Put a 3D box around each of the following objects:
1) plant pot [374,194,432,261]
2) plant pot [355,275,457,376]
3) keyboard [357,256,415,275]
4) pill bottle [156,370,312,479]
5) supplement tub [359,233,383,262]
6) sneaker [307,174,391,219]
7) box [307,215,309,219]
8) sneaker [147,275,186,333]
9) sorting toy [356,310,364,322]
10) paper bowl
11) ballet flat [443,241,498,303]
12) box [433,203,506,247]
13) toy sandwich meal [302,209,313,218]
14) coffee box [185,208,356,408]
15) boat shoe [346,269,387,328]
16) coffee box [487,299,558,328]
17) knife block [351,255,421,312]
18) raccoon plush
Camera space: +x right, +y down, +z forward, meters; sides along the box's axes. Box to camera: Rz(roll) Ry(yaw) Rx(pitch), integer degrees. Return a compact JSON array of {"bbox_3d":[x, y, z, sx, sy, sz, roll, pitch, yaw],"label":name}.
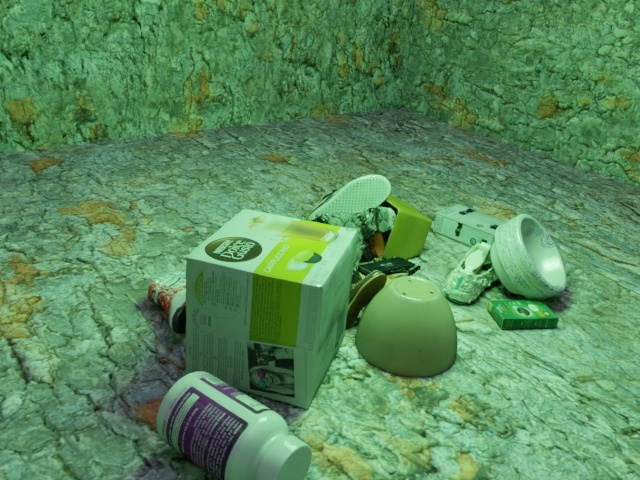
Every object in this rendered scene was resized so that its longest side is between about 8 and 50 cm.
[{"bbox_3d":[0.275,-0.045,2.251,0.187,0.212,0.212,6,22,-29],"label":"plant pot"},{"bbox_3d":[0.245,0.211,1.701,0.284,0.190,0.284,4,25,-2],"label":"plant pot"},{"bbox_3d":[0.216,0.088,1.937,0.180,0.023,0.108,-11,22,-35],"label":"keyboard"},{"bbox_3d":[-0.172,0.398,1.250,0.302,0.169,0.169,22,30,31],"label":"pill bottle"},{"bbox_3d":[0.111,0.020,2.104,0.191,0.117,0.117,-6,20,24],"label":"supplement tub"},{"bbox_3d":[0.093,-0.137,2.191,0.321,0.126,0.127,-29,12,3],"label":"sneaker"},{"bbox_3d":[0.022,-0.052,2.397,0.162,0.029,0.116,6,25,4],"label":"box"},{"bbox_3d":[-0.427,0.179,1.755,0.145,0.090,0.270,5,22,2],"label":"sneaker"},{"bbox_3d":[0.104,0.226,1.847,0.062,0.012,0.083,8,22,-6],"label":"sorting toy"},{"bbox_3d":[0.672,0.066,2.043,0.148,0.284,0.284,-32,0,38],"label":"paper bowl"},{"bbox_3d":[0.540,0.083,2.096,0.147,0.146,0.409,17,27,23],"label":"ballet flat"},{"bbox_3d":[0.609,-0.044,2.428,0.290,0.087,0.169,26,32,37],"label":"box"},{"bbox_3d":[-0.031,-0.100,2.490,0.086,0.029,0.085,6,18,-2],"label":"toy sandwich meal"},{"bbox_3d":[-0.122,0.153,1.575,0.335,0.338,0.337,12,26,14],"label":"coffee box"},{"bbox_3d":[0.103,0.160,1.788,0.073,0.207,0.073,38,7,-41],"label":"boat shoe"},{"bbox_3d":[0.622,0.227,1.913,0.184,0.040,0.113,0,25,-12],"label":"coffee box"},{"bbox_3d":[0.228,0.138,1.962,0.242,0.088,0.275,1,23,-12],"label":"knife block"},{"bbox_3d":[0.000,0.000,1.972,0.299,0.216,0.446,7,11,39],"label":"raccoon plush"}]
